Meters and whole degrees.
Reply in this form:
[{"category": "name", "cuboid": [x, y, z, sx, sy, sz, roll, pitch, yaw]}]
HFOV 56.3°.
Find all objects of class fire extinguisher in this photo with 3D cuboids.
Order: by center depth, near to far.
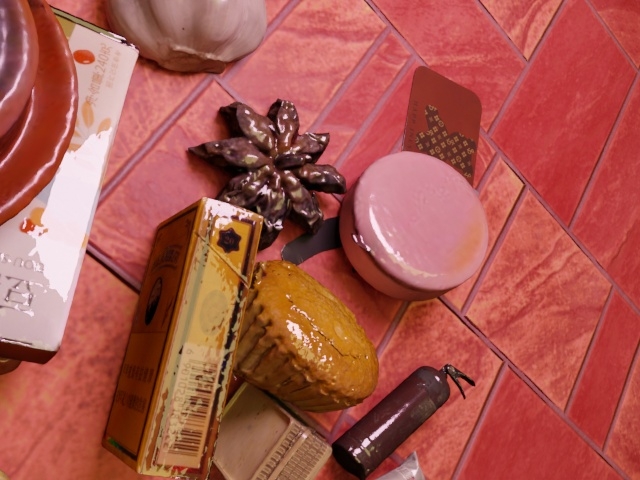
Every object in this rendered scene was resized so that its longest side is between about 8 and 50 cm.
[{"category": "fire extinguisher", "cuboid": [0.142, 0.278, 0.959, 0.267, 0.072, 0.089, -32, 77, -31]}]

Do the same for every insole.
[{"category": "insole", "cuboid": [0.000, 0.000, 0.962, 0.152, 0.002, 0.053, -30, 98, -31]}]

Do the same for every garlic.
[{"category": "garlic", "cuboid": [-0.178, -0.337, 0.831, 0.229, 0.142, 0.178, -8, 88, -23]}]

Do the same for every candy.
[{"category": "candy", "cuboid": [0.146, -0.022, 0.970, 0.255, 0.094, 0.256, 7, 67, -18]}]

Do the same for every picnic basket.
[{"category": "picnic basket", "cuboid": [-0.073, 0.265, 0.774, 0.079, 0.164, 0.115, 44, 78, -28]}]

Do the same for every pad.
[{"category": "pad", "cuboid": [0.230, -0.185, 1.128, 0.181, 0.004, 0.267, 18, 74, -27]}]

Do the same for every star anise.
[{"category": "star anise", "cuboid": [-0.061, -0.111, 0.886, 0.235, 0.109, 0.223, -15, 86, -30]}]

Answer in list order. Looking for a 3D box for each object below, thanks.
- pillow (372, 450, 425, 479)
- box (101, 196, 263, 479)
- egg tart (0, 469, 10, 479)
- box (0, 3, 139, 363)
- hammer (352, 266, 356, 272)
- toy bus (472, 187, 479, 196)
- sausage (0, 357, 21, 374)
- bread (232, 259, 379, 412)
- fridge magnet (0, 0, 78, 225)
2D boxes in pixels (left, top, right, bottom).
[{"category": "pillow", "cuboid": [0.064, 0.431, 0.887, 0.253, 0.078, 0.144, -18, 113, -32]}, {"category": "box", "cuboid": [-0.171, 0.115, 0.729, 0.083, 0.192, 0.302, 18, 73, -28]}, {"category": "egg tart", "cuboid": [-0.427, 0.332, 0.526, 0.341, 0.132, 0.342, 13, 53, -18]}, {"category": "box", "cuboid": [-0.410, -0.096, 0.628, 0.344, 0.122, 0.386, 18, 64, -26]}, {"category": "hammer", "cuboid": [0.138, 0.051, 1.030, 0.198, 0.013, 0.063, 20, 73, -26]}, {"category": "toy bus", "cuboid": [0.247, -0.039, 1.084, 0.036, 0.052, 0.131, 27, 75, -23]}, {"category": "sausage", "cuboid": [-0.410, 0.116, 0.660, 0.169, 0.065, 0.065, 10, 77, -30]}, {"category": "bread", "cuboid": [-0.026, 0.137, 0.810, 0.240, 0.240, 0.139, 39, 100, -20]}, {"category": "fridge magnet", "cuboid": [-0.388, -0.154, 0.490, 0.363, 0.155, 0.364, 12, 67, -30]}]
